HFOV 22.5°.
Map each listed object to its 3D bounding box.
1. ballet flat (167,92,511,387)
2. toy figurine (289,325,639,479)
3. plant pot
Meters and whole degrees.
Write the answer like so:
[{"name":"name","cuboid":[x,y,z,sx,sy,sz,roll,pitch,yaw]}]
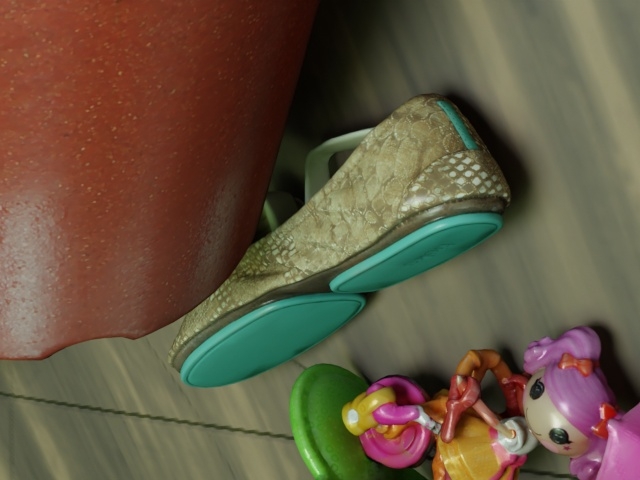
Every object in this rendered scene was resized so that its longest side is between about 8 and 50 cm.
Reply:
[{"name":"ballet flat","cuboid":[0.000,0.000,0.685,0.206,0.073,0.067,-32,65,41]},{"name":"toy figurine","cuboid":[0.084,0.095,0.652,0.159,0.130,0.173,-34,66,31]},{"name":"plant pot","cuboid":[-0.107,-0.116,0.573,0.272,0.272,0.265,32,138,20]}]
